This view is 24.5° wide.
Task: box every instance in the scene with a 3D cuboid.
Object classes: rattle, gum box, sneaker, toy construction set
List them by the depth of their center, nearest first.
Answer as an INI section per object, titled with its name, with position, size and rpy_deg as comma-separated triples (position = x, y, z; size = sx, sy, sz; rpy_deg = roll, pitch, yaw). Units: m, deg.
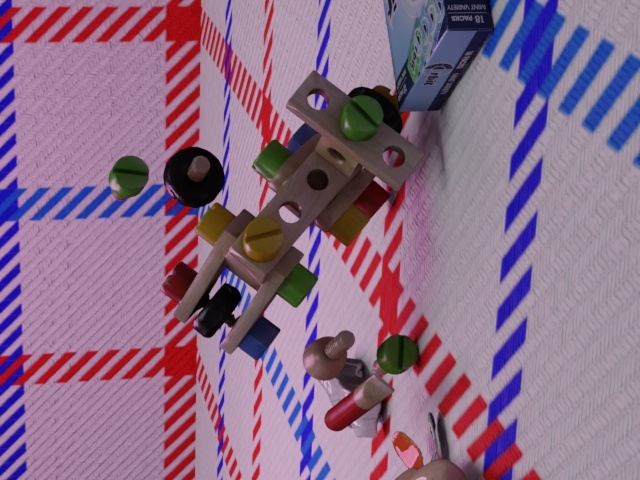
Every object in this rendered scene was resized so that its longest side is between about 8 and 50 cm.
[gum box]
position = 0.089, -0.223, 1.234
size = 0.157, 0.041, 0.184
rpy_deg = 122, 142, -68
[rattle]
position = 0.109, 0.248, 1.260
size = 0.130, 0.142, 0.200
rpy_deg = -63, 0, 14
[toy construction set]
position = 0.000, 0.000, 1.317
size = 0.309, 0.257, 0.237
rpy_deg = 63, 155, 10
[sneaker]
position = 0.027, 0.164, 1.557
size = 0.152, 0.053, 0.061
rpy_deg = -136, 42, -71
